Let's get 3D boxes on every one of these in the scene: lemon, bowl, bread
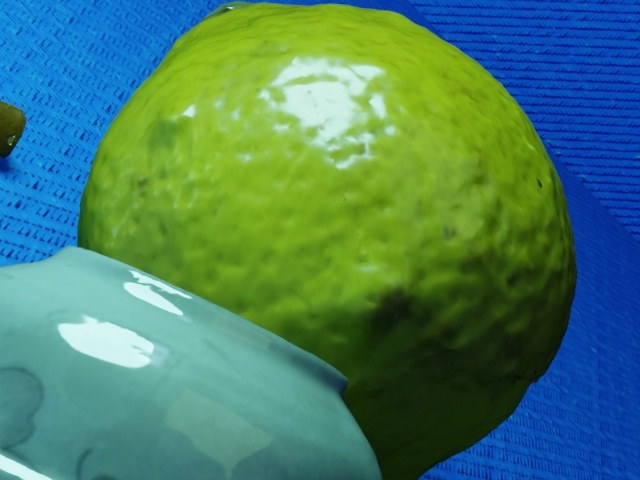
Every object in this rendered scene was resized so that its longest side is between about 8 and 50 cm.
[{"bbox_3d":[0.000,0.000,1.082,0.350,0.350,0.387,11,58,-57],"label":"lemon"},{"bbox_3d":[-0.095,0.109,0.784,0.307,0.163,0.307,24,-9,4],"label":"bowl"},{"bbox_3d":[-0.267,-0.093,1.152,0.036,0.047,0.083,27,0,43],"label":"bread"}]
